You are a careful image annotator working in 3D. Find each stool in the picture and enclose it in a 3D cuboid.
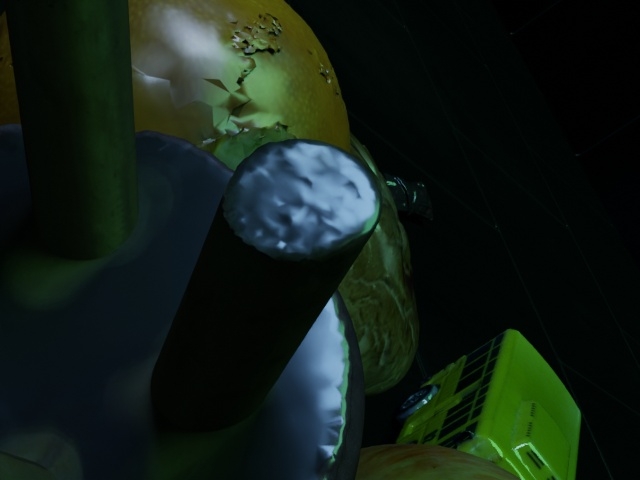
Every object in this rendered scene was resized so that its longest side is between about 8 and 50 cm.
[{"bbox_3d":[-0.112,0.028,0.417,0.178,0.272,0.272,93,-19,-55],"label":"stool"}]

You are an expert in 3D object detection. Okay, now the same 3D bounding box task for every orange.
[{"bbox_3d":[-0.100,-0.058,0.671,0.240,0.240,0.240,45,23,-26],"label":"orange"}]

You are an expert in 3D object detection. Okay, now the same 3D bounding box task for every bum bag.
[{"bbox_3d":[0.113,-0.055,1.410,0.124,0.034,0.058,9,63,-62],"label":"bum bag"}]

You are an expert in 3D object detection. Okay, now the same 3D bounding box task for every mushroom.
[{"bbox_3d":[0.000,0.000,0.930,0.278,0.146,0.278,51,23,-31],"label":"mushroom"}]

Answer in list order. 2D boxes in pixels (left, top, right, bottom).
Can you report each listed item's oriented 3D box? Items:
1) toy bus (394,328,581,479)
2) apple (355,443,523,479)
[{"bbox_3d":[0.141,0.190,0.947,0.128,0.150,0.262,53,21,-4],"label":"toy bus"},{"bbox_3d":[0.038,0.239,0.515,0.264,0.264,0.264,45,23,-26],"label":"apple"}]
